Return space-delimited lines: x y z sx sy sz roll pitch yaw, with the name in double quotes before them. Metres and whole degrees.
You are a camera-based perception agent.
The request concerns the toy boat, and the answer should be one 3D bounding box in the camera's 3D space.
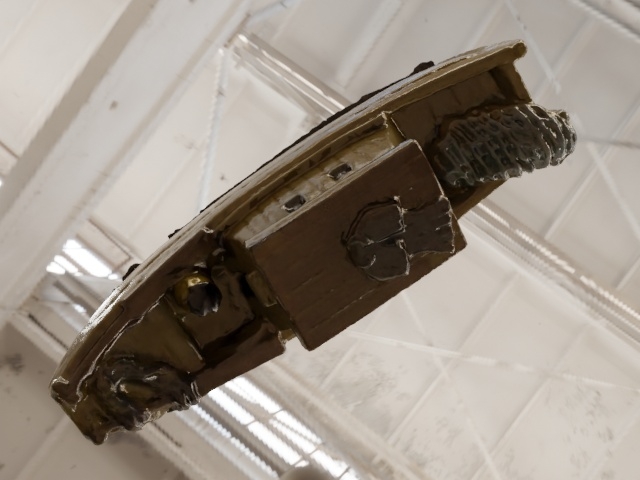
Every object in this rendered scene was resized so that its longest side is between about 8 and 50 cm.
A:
"toy boat" 0.000 0.000 0.516 0.321 0.121 0.089 -34 -69 -11
